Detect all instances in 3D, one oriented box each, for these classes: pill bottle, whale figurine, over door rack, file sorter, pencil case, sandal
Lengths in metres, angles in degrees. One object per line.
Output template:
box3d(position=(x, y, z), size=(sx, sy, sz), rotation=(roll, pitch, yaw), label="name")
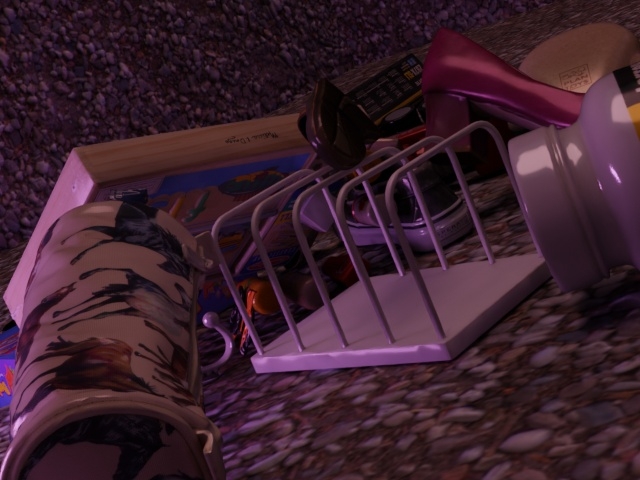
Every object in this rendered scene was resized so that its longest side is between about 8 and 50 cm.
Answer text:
box3d(position=(0.335, -0.076, 1.009), size=(0.334, 0.187, 0.188), rotation=(-20, 12, 14), label="pill bottle")
box3d(position=(0.358, -0.170, 1.617), size=(0.216, 0.141, 0.272), rotation=(-20, 36, 17), label="whale figurine")
box3d(position=(-0.284, 0.160, 1.352), size=(0.324, 0.108, 0.239), rotation=(-29, 12, -27), label="over door rack")
box3d(position=(0.053, 0.007, 1.224), size=(0.278, 0.173, 0.193), rotation=(-11, 16, 48), label="file sorter")
box3d(position=(-0.171, 0.101, 1.057), size=(0.184, 0.160, 0.410), rotation=(-25, 26, 3), label="pencil case")
box3d(position=(0.012, -0.107, 1.242), size=(0.060, 0.090, 0.219), rotation=(-42, 11, 18), label="sandal")

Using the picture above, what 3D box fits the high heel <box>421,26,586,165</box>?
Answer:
box3d(position=(0.295, -0.191, 1.463), size=(0.377, 0.181, 0.127), rotation=(0, -13, 22), label="high heel")

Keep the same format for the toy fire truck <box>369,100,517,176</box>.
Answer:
box3d(position=(0.170, -0.135, 1.731), size=(0.217, 0.158, 0.246), rotation=(-18, 21, 23), label="toy fire truck")

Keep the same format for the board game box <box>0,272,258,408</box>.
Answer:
box3d(position=(-0.283, 0.109, 1.643), size=(0.347, 0.078, 0.233), rotation=(-30, 13, -31), label="board game box")

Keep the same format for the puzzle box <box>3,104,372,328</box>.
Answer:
box3d(position=(-0.147, -0.030, 1.434), size=(0.409, 0.052, 0.272), rotation=(-14, -28, -40), label="puzzle box")

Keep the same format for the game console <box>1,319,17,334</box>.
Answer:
box3d(position=(-0.396, 0.121, 1.783), size=(0.122, 0.071, 0.107), rotation=(-39, 15, -1), label="game console")

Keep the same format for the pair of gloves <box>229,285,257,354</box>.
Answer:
box3d(position=(-0.088, 0.090, 1.393), size=(0.010, 0.074, 0.083), rotation=(10, 0, -19), label="pair of gloves")

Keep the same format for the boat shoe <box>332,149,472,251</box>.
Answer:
box3d(position=(0.093, -0.065, 1.598), size=(0.121, 0.119, 0.335), rotation=(-27, 12, -19), label="boat shoe")

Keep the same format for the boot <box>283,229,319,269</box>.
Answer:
box3d(position=(-0.020, -0.016, 1.670), size=(0.042, 0.118, 0.087), rotation=(21, 47, 6), label="boot")

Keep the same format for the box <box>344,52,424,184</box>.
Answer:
box3d(position=(0.032, -0.152, 1.974), size=(0.257, 0.079, 0.322), rotation=(-46, -5, 38), label="box")

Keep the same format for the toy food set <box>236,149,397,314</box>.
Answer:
box3d(position=(0.000, 0.000, 1.469), size=(0.232, 0.111, 0.104), rotation=(-57, 19, -8), label="toy food set")
